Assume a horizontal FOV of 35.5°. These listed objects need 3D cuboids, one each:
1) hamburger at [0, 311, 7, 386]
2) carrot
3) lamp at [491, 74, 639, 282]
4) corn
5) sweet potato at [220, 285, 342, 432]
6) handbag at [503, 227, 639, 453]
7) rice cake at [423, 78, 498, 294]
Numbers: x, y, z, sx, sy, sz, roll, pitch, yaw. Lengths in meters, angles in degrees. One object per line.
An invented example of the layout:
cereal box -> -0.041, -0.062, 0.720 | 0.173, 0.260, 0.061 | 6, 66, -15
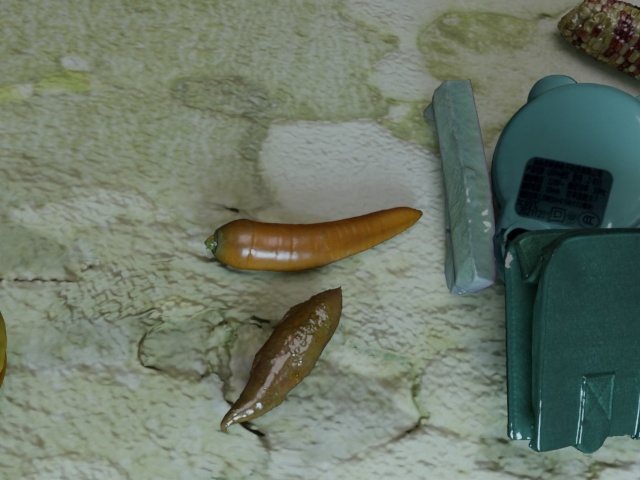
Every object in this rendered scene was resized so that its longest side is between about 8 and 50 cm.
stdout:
hamburger -> -0.381, 0.112, 0.971 | 0.162, 0.115, 0.162 | 5, 63, -9
carrot -> 0.000, 0.000, 1.153 | 0.271, 0.066, 0.062 | -4, 106, -17
lamp -> 0.300, -0.058, 1.186 | 0.209, 0.147, 0.284 | 14, 64, 28
corn -> 0.468, -0.257, 1.371 | 0.289, 0.098, 0.098 | 26, 60, 5
sweet potato -> -0.039, 0.127, 1.074 | 0.068, 0.060, 0.206 | 13, 52, 39
handbag -> 0.347, 0.101, 1.082 | 0.326, 0.089, 0.239 | -1, 95, -25
rice cake -> 0.171, -0.068, 1.214 | 0.051, 0.081, 0.290 | 11, 59, -27
